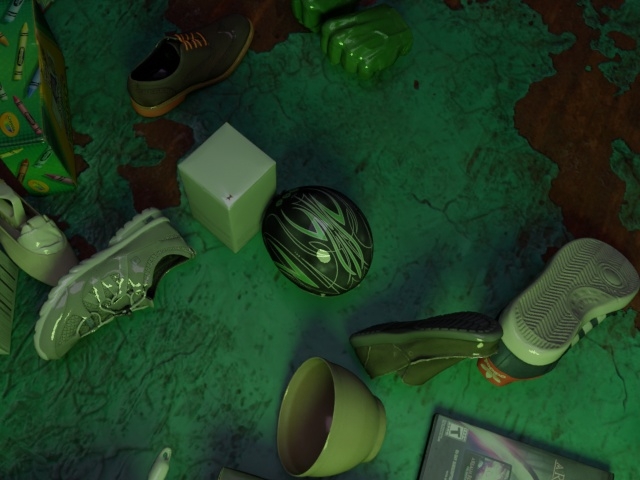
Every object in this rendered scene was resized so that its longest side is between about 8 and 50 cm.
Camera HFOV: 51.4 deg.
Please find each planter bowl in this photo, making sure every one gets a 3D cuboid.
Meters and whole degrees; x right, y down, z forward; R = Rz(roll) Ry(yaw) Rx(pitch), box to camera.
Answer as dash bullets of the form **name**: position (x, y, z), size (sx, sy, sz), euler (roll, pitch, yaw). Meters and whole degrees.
- **planter bowl**: position (0.023, 0.255, 0.936), size (0.109, 0.162, 0.162), euler (19, 65, -25)

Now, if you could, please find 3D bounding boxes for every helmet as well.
- **helmet**: position (0.000, 0.000, 1.018), size (0.169, 0.169, 0.161), euler (-40, 35, -17)

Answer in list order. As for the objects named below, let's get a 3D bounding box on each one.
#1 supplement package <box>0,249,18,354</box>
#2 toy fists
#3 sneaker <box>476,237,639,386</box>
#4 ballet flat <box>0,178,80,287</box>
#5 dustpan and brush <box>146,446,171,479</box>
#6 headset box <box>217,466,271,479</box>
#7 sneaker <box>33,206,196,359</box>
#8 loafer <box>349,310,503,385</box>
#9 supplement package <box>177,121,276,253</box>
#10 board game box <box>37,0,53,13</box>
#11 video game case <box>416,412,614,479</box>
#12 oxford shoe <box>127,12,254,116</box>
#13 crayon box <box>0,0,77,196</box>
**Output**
- **supplement package**: position (-0.597, 0.076, 0.931), size (0.261, 0.204, 0.145), euler (-3, 67, -5)
- **toy fists**: position (0.039, -0.411, 1.226), size (0.142, 0.096, 0.279), euler (-26, 70, -23)
- **sneaker**: position (0.360, 0.111, 1.030), size (0.350, 0.148, 0.131), euler (-22, 62, -37)
- **ballet flat**: position (-0.465, -0.024, 1.037), size (0.248, 0.086, 0.086), euler (38, 71, 11)
- **dustpan and brush**: position (-0.227, 0.361, 0.826), size (0.147, 0.060, 0.211), euler (38, 62, -27)
- **headset box**: position (-0.052, 0.438, 0.869), size (0.293, 0.110, 0.218), euler (16, 68, 3)
- **sneaker**: position (-0.308, 0.075, 1.002), size (0.115, 0.105, 0.281), euler (36, 70, 11)
- **loafer**: position (0.153, 0.159, 0.955), size (0.094, 0.251, 0.087), euler (-15, 91, -43)
- **supplement package**: position (-0.138, -0.076, 1.033), size (0.105, 0.179, 0.105), euler (40, 71, 12)
- **board game box**: position (-0.618, -0.392, 1.150), size (0.142, 0.144, 0.275), euler (25, 69, 6)
- **video game case**: position (0.272, 0.388, 0.956), size (0.274, 0.026, 0.196), euler (18, 68, 5)
- **oxford shoe**: position (-0.222, -0.326, 1.171), size (0.097, 0.098, 0.271), euler (41, 72, 12)
- **crayon box**: position (-0.470, -0.233, 1.084), size (0.081, 0.165, 0.279), euler (-11, 70, -8)
